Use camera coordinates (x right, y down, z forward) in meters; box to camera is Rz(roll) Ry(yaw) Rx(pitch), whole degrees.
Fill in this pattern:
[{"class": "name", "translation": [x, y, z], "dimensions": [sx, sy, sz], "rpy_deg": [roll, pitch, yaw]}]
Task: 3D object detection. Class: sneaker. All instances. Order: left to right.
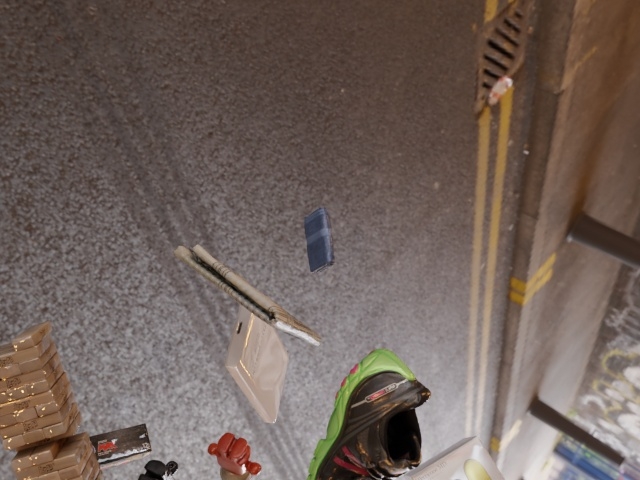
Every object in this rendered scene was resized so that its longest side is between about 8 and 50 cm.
[{"class": "sneaker", "translation": [0.107, 0.470, 1.435], "dimensions": [0.185, 0.202, 0.483], "rpy_deg": [-24, 135, -48]}]

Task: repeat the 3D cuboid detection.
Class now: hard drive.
[{"class": "hard drive", "translation": [-0.175, 0.344, 1.905], "dimensions": [0.353, 0.047, 0.233], "rpy_deg": [70, 25, -49]}]

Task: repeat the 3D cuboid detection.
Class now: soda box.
[{"class": "soda box", "translation": [-0.407, 0.396, 1.235], "dimensions": [0.169, 0.060, 0.053], "rpy_deg": [-6, 149, -29]}]

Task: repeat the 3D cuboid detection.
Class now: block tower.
[{"class": "block tower", "translation": [-0.404, 0.297, 0.979], "dimensions": [0.097, 0.091, 0.336], "rpy_deg": [-15, 99, -6]}]

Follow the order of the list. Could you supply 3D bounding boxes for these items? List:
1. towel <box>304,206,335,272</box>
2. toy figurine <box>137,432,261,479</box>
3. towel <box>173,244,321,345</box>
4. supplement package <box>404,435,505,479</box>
[{"class": "towel", "translation": [0.000, 0.000, 1.285], "dimensions": [0.029, 0.119, 0.067], "rpy_deg": [9, 155, -36]}, {"class": "toy figurine", "translation": [-0.186, 0.450, 1.091], "dimensions": [0.213, 0.209, 0.148], "rpy_deg": [-18, 143, -17]}, {"class": "towel", "translation": [-0.160, 0.125, 1.549], "dimensions": [0.056, 0.324, 0.312], "rpy_deg": [-56, 154, -4]}, {"class": "supplement package", "translation": [0.366, 0.656, 1.645], "dimensions": [0.199, 0.263, 0.198], "rpy_deg": [-29, 163, -7]}]
